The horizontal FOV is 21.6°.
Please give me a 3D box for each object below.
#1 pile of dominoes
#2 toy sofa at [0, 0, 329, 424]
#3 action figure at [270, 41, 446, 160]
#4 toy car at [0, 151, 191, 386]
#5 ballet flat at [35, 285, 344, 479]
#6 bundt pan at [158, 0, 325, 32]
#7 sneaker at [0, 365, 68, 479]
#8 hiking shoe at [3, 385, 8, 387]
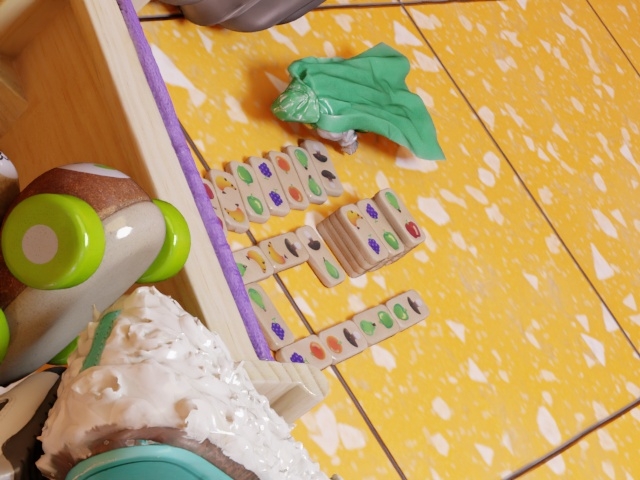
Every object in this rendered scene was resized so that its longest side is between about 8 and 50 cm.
[{"bbox_3d":[0.000,0.000,1.408,0.196,0.040,0.251,56,31,8],"label":"pile of dominoes"},{"bbox_3d":[-0.121,-0.013,1.159,0.177,0.150,0.362,7,51,-47],"label":"toy sofa"},{"bbox_3d":[0.025,-0.126,1.547,0.232,0.063,0.137,-4,59,-60],"label":"action figure"},{"bbox_3d":[-0.194,-0.025,0.964,0.188,0.149,0.155,49,13,11],"label":"toy car"},{"bbox_3d":[-0.024,0.167,0.989,0.409,0.147,0.147,58,19,-44],"label":"ballet flat"},{"bbox_3d":[-0.113,-0.322,1.524,0.331,0.124,0.331,34,35,-27],"label":"bundt pan"},{"bbox_3d":[-0.216,0.151,0.883,0.330,0.146,0.122,-56,148,-68],"label":"sneaker"},{"bbox_3d":[-0.261,0.065,0.956,0.114,0.086,0.227,52,30,9],"label":"hiking shoe"}]
